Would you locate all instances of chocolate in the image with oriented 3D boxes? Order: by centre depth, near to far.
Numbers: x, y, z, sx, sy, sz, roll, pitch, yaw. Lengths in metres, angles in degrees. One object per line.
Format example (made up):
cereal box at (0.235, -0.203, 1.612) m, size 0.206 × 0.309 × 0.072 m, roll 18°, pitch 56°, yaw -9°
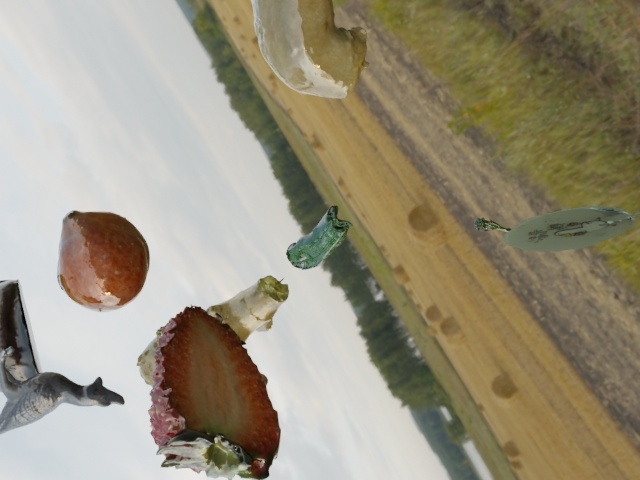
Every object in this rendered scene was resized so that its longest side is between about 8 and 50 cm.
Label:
chocolate at (-0.755, 0.238, 1.580) m, size 0.283 × 0.186 × 0.283 m, roll 49°, pitch 147°, yaw 48°

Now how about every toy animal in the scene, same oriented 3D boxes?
toy animal at (-0.606, 0.314, 1.394) m, size 0.081 × 0.367 × 0.205 m, roll -120°, pitch 7°, yaw -84°

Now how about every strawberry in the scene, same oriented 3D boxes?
strawberry at (-0.188, 0.261, 1.148) m, size 0.233 × 0.137 × 0.306 m, roll 27°, pitch -153°, yaw -29°

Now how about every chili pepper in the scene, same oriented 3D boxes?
chili pepper at (0.002, 0.000, 1.700) m, size 0.061 × 0.224 × 0.098 m, roll 1°, pitch -120°, yaw -45°

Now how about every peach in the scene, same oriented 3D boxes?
peach at (-0.475, 0.035, 1.477) m, size 0.232 × 0.232 × 0.232 m, roll 59°, pitch -179°, yaw -2°

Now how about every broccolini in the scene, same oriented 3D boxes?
broccolini at (0.486, -0.029, 1.884) m, size 0.030 × 0.140 × 0.035 m, roll 119°, pitch 166°, yaw -66°

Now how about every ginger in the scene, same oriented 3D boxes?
ginger at (-0.031, -0.343, 1.086) m, size 0.267 × 0.152 × 0.138 m, roll 61°, pitch 164°, yaw -22°
ginger at (-0.216, 0.235, 1.541) m, size 0.166 × 0.375 × 0.236 m, roll -95°, pitch -17°, yaw -58°

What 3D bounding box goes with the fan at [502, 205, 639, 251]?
fan at (0.546, -0.036, 1.273) m, size 0.233 × 0.415 × 0.012 m, roll -58°, pitch -46°, yaw -65°
